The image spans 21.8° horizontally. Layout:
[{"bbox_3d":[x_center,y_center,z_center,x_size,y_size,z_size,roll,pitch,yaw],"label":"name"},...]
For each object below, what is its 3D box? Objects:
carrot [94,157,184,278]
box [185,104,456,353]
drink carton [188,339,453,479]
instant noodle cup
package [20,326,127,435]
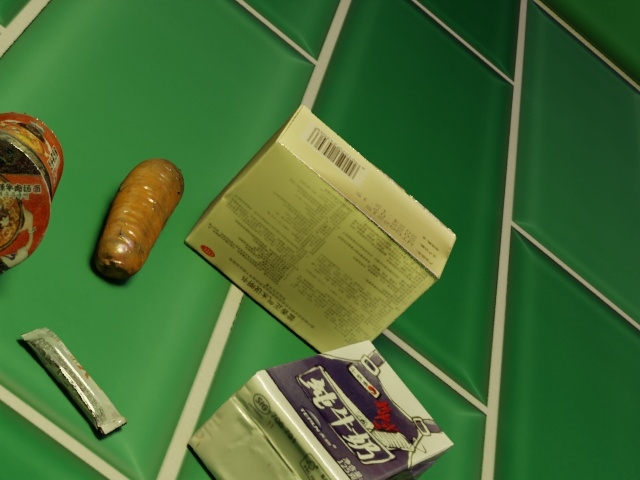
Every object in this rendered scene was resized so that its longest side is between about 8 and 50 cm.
[{"bbox_3d":[-0.174,-0.023,1.575,0.060,0.060,0.186,39,29,-10],"label":"carrot"},{"bbox_3d":[0.000,0.000,1.664,0.212,0.168,0.095,40,30,-7],"label":"box"},{"bbox_3d":[0.006,0.181,1.479,0.134,0.102,0.222,49,24,16],"label":"drink carton"},{"bbox_3d":[-0.275,-0.051,1.413,0.127,0.127,0.135,40,18,-8],"label":"instant noodle cup"},{"bbox_3d":[-0.203,0.114,1.368,0.110,0.015,0.037,49,25,9],"label":"package"}]
